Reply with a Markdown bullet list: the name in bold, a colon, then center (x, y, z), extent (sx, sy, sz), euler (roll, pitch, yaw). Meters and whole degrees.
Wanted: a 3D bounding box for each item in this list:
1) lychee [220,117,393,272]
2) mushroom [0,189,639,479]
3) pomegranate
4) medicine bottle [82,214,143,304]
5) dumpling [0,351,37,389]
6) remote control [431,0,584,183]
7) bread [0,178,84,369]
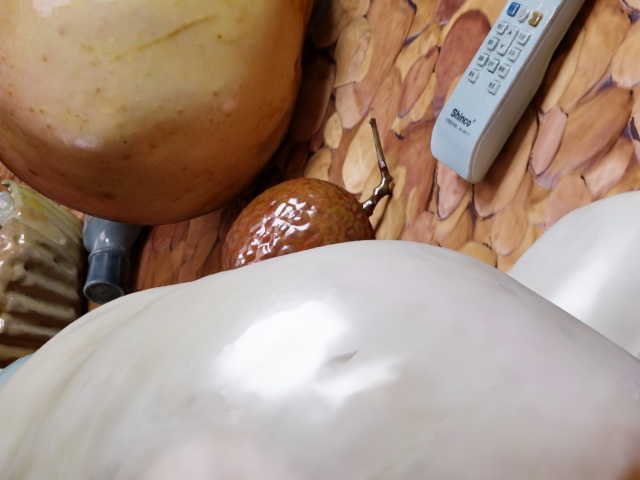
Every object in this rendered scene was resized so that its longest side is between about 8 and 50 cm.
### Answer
- **lychee**: center (-0.002, 0.003, 0.944), extent (0.101, 0.140, 0.114), euler (-131, 28, -59)
- **mushroom**: center (0.021, 0.125, 0.501), extent (0.353, 0.325, 0.353), euler (9, -90, -89)
- **pomegranate**: center (-0.168, -0.181, 1.151), extent (0.338, 0.338, 0.338), euler (-46, 32, 40)
- **medicine bottle**: center (-0.209, -0.031, 1.444), extent (0.090, 0.053, 0.209), euler (-43, 34, 43)
- **dumpling**: center (-0.212, 0.167, 1.208), extent (0.219, 0.108, 0.153), euler (4, 95, 29)
- **remote control**: center (0.121, -0.113, 0.859), extent (0.162, 0.029, 0.061), euler (-59, 27, 9)
- **bread**: center (-0.342, 0.072, 1.523), extent (0.274, 0.149, 0.274), euler (-54, 26, 42)
